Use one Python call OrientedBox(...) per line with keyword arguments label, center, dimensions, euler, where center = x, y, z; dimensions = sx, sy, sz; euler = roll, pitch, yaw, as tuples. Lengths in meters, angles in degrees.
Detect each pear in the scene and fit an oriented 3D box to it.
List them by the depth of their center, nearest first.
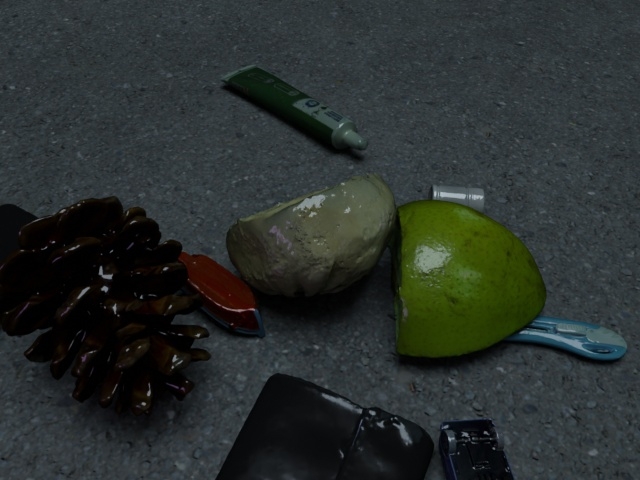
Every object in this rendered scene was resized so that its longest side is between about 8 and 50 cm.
OrientedBox(label="pear", center=(0.223, 0.032, 0.992), dimensions=(0.239, 0.139, 0.288), euler=(7, 37, -3))

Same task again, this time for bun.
OrientedBox(label="bun", center=(0.000, 0.000, 0.987), dimensions=(0.260, 0.152, 0.259), euler=(-19, 3, 1))

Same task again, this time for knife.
OrientedBox(label="knife", center=(0.329, 0.134, 0.975), dimensions=(0.222, 0.031, 0.064), euler=(8, 43, 6))

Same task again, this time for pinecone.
OrientedBox(label="pinecone", center=(-0.270, 0.083, 0.854), dimensions=(0.244, 0.244, 0.309), euler=(-31, 64, -31))

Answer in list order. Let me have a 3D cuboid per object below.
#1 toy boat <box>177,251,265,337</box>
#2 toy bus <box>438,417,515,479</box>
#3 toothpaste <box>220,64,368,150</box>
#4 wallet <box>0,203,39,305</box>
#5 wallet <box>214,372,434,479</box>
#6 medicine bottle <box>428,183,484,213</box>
OrientedBox(label="toy boat", center=(-0.147, 0.082, 0.982), dimensions=(0.173, 0.058, 0.069), euler=(33, 51, 19))
OrientedBox(label="toy bus", center=(0.186, 0.289, 0.770), dimensions=(0.073, 0.076, 0.167), euler=(-1, 41, -7))
OrientedBox(label="toothpaste", center=(-0.051, -0.271, 1.364), dimensions=(0.099, 0.061, 0.392), euler=(-31, 50, -31))
OrientedBox(label="wallet", center=(-0.487, 0.031, 0.969), dimensions=(0.149, 0.044, 0.250), euler=(31, 35, 7))
OrientedBox(label="wallet", center=(-0.036, 0.336, 0.714), dimensions=(0.229, 0.062, 0.406), euler=(17, 45, 14))
OrientedBox(label="medicine bottle", center=(0.233, -0.066, 1.164), dimensions=(0.089, 0.057, 0.057), euler=(4, 43, 1))
